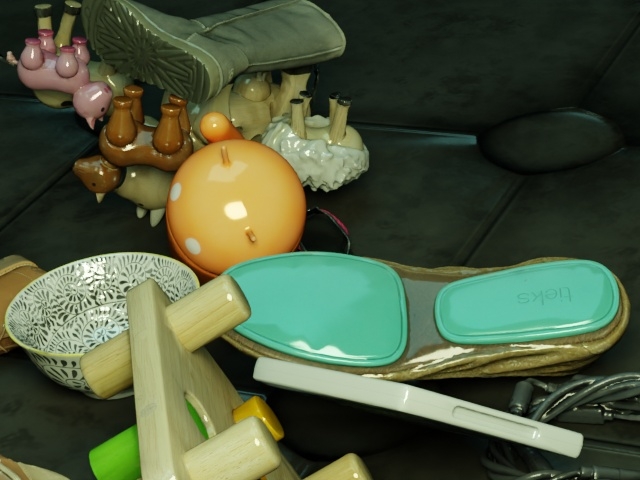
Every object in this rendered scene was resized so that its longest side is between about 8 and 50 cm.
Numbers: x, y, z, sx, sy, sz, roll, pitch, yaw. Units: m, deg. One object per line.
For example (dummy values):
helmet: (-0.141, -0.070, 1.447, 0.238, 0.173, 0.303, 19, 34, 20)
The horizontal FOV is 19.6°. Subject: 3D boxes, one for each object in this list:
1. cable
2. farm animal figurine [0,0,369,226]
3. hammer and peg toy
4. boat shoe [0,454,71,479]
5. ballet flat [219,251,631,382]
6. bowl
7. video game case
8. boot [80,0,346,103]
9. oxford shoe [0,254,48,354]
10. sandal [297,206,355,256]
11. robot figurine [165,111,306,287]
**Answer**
cable: (0.216, 0.154, 1.410, 0.184, 0.047, 0.150, 9, 33, 28)
farm animal figurine: (-0.149, -0.115, 1.888, 0.326, 0.172, 0.330, -3, 27, -20)
hammer and peg toy: (-0.042, 0.206, 1.196, 0.127, 0.266, 0.361, -30, 29, 7)
boat shoe: (-0.218, 0.215, 1.348, 0.116, 0.123, 0.324, -28, 35, -35)
ballet flat: (0.081, 0.074, 1.517, 0.342, 0.124, 0.116, -4, 60, 3)
bowl: (-0.183, 0.086, 1.609, 0.170, 0.080, 0.170, -6, 28, 3)
video game case: (0.070, 0.124, 1.378, 0.173, 0.022, 0.190, 19, -7, -34)
boot: (-0.103, -0.208, 1.805, 0.189, 0.076, 0.208, 35, 41, 20)
oxford shoe: (-0.312, 0.081, 1.666, 0.076, 0.076, 0.212, 25, 42, 29)
sandal: (0.000, 0.000, 1.755, 0.067, 0.040, 0.179, -16, 29, -13)
robot figurine: (-0.078, -0.021, 1.666, 0.128, 0.219, 0.158, 26, 78, 1)
